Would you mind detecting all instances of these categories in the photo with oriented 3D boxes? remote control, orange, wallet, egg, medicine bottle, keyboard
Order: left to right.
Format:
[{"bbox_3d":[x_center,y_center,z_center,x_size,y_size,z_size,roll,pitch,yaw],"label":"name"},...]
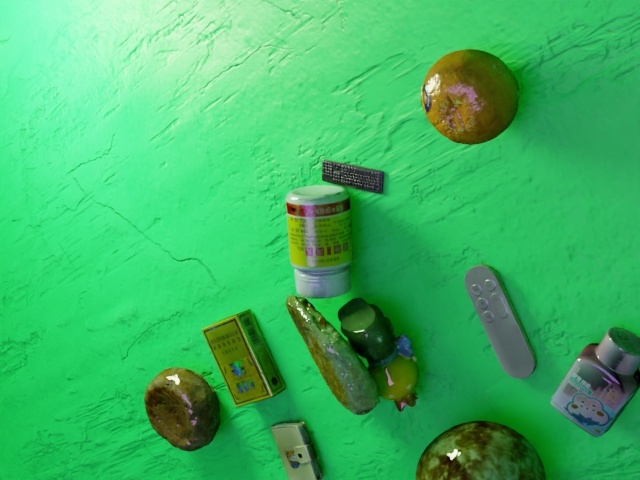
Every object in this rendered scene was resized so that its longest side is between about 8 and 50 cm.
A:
[{"bbox_3d":[-0.056,0.523,2.173,0.110,0.039,0.155,-15,95,42],"label":"wallet"},{"bbox_3d":[0.000,0.000,1.893,0.139,0.139,0.225,7,109,34],"label":"medicine bottle"},{"bbox_3d":[0.067,-0.137,1.881,0.155,0.010,0.053,14,114,32],"label":"keyboard"},{"bbox_3d":[0.272,-0.261,1.600,0.177,0.155,0.178,20,121,37],"label":"orange"},{"bbox_3d":[0.312,0.484,1.768,0.289,0.238,0.238,-16,95,47],"label":"egg"},{"bbox_3d":[0.361,0.162,1.761,0.077,0.022,0.245,-24,90,40],"label":"remote control"},{"bbox_3d":[0.524,0.256,1.627,0.119,0.094,0.188,36,123,23],"label":"medicine bottle"}]

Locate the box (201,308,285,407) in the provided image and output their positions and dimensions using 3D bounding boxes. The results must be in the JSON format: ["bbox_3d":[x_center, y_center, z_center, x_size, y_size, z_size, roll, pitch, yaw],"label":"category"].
[{"bbox_3d":[-0.191,0.294,2.179,0.141,0.064,0.220,-25,88,38],"label":"box"}]

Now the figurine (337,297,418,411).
[{"bbox_3d":[0.130,0.246,1.908,0.234,0.127,0.185,51,173,-26],"label":"figurine"}]

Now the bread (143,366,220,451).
[{"bbox_3d":[-0.357,0.437,2.311,0.230,0.123,0.230,16,119,30],"label":"bread"}]

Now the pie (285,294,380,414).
[{"bbox_3d":[0.021,0.241,1.896,0.323,0.070,0.323,55,169,16],"label":"pie"}]
